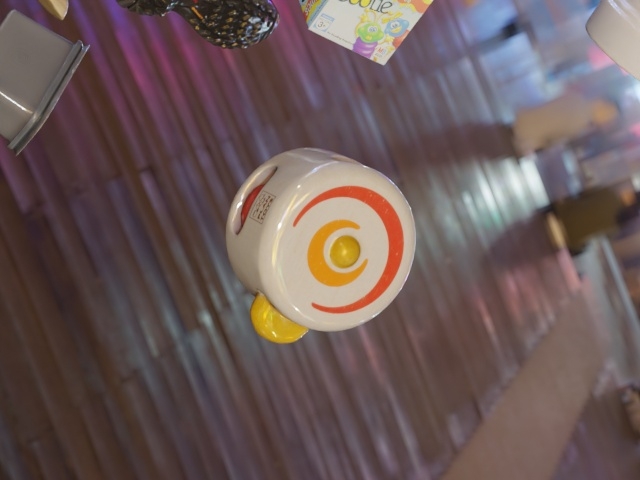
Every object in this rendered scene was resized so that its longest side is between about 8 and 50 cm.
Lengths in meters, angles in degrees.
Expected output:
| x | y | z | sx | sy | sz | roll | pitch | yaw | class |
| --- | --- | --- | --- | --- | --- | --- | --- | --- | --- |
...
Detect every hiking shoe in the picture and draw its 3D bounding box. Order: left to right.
| x | y | z | sx | sy | sz | roll | pitch | yaw | class |
| --- | --- | --- | --- | --- | --- | --- | --- | --- | --- |
| -0.142 | -0.296 | 1.853 | 0.227 | 0.086 | 0.114 | 17 | 40 | -41 | hiking shoe |

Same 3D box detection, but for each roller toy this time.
| x | y | z | sx | sy | sz | roll | pitch | yaw | class |
| --- | --- | --- | --- | --- | --- | --- | --- | --- | --- |
| 0.000 | 0.000 | 1.820 | 0.146 | 0.209 | 0.191 | 28 | -45 | 63 | roller toy |

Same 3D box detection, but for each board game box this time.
| x | y | z | sx | sy | sz | roll | pitch | yaw | class |
| --- | --- | --- | --- | --- | --- | --- | --- | --- | --- |
| 0.049 | -0.412 | 2.433 | 0.144 | 0.142 | 0.275 | 22 | 30 | -28 | board game box |

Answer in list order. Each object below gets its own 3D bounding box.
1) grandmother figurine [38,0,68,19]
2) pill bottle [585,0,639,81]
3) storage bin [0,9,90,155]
| x | y | z | sx | sy | sz | roll | pitch | yaw | class |
| --- | --- | --- | --- | --- | --- | --- | --- | --- | --- |
| -0.198 | -0.396 | 1.659 | 0.208 | 0.342 | 0.104 | 44 | -11 | -2 | grandmother figurine |
| 0.440 | -0.318 | 1.651 | 0.210 | 0.363 | 0.210 | 29 | 22 | -12 | pill bottle |
| -0.320 | -0.170 | 1.717 | 0.091 | 0.098 | 0.135 | 35 | 51 | -14 | storage bin |
